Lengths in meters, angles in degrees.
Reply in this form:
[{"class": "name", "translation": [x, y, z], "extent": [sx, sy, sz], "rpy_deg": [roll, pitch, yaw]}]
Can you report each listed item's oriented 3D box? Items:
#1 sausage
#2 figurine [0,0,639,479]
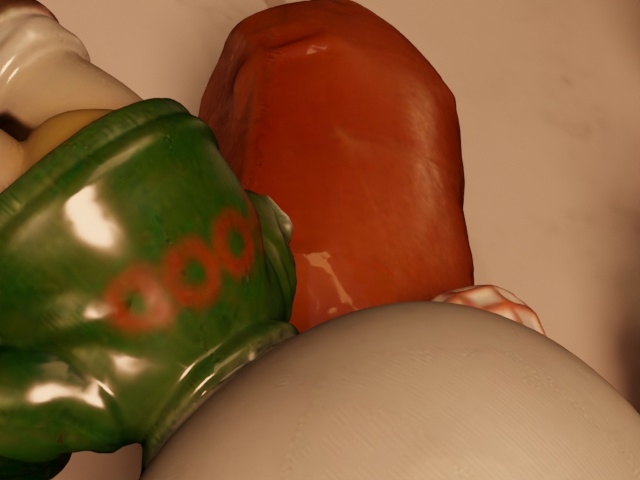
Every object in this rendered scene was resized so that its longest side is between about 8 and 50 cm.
[{"class": "sausage", "translation": [0.002, 0.001, 0.755], "extent": [0.133, 0.133, 0.258], "rpy_deg": [18, 45, -16]}, {"class": "figurine", "translation": [-0.022, 0.058, 0.551], "extent": [0.370, 0.167, 0.281], "rpy_deg": [44, 46, 16]}]
